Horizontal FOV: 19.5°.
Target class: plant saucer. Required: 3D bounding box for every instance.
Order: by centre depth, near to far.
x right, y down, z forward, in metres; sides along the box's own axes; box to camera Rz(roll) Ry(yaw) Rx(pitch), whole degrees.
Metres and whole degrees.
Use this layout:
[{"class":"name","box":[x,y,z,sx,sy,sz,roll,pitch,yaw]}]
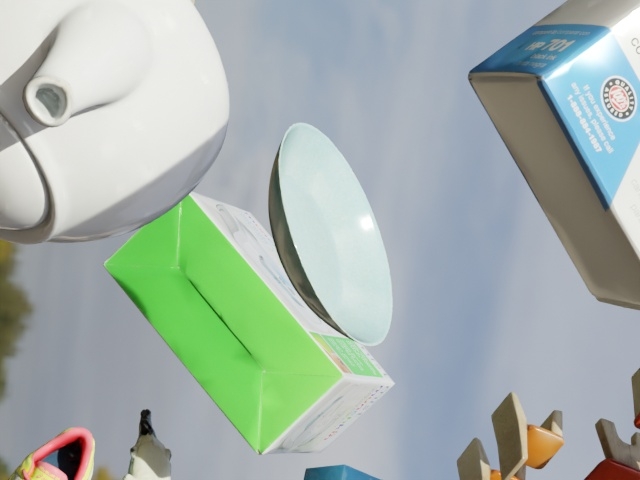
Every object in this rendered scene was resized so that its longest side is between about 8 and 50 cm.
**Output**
[{"class":"plant saucer","box":[0.000,0.000,1.533,0.195,0.037,0.195,50,29,-40]}]

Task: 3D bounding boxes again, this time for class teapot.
[{"class":"teapot","box":[-0.200,-0.087,1.236,0.187,0.252,0.256,-46,148,-31]}]

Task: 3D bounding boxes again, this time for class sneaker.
[{"class":"sneaker","box":[-0.292,0.261,1.862,0.208,0.081,0.094,-57,179,-43]}]

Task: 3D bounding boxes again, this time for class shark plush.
[{"class":"shark plush","box":[-0.195,0.247,1.984,0.067,0.073,0.161,-61,-144,42]}]

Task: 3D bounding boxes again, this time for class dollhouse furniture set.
[{"class":"dollhouse furniture set","box":[0.306,0.241,1.855,0.259,0.262,0.135,-56,-158,35]}]

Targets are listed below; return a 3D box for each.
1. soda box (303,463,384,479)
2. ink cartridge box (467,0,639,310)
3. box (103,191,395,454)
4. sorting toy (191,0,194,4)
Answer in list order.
[{"class":"soda box","box":[0.008,0.354,2.028,0.071,0.067,0.210,-14,-123,49]},{"class":"ink cartridge box","box":[0.191,-0.076,0.921,0.139,0.191,0.082,58,-15,-16]},{"class":"box","box":[-0.071,0.092,1.958,0.127,0.262,0.231,-43,164,8]},{"class":"sorting toy","box":[-0.273,-0.291,2.105,0.089,0.255,0.257,48,-44,43]}]
